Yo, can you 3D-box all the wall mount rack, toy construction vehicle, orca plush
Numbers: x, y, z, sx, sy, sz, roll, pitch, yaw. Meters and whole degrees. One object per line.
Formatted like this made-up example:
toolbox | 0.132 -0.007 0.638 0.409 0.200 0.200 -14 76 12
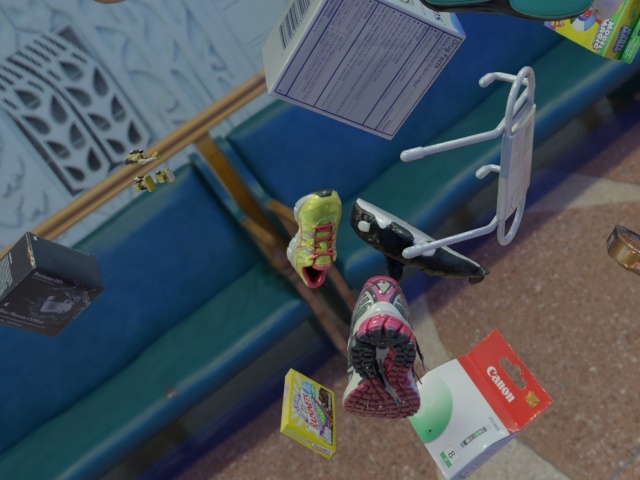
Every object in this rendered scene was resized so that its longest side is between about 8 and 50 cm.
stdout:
wall mount rack | 0.264 -0.120 1.345 0.130 0.350 0.304 19 46 28
toy construction vehicle | -0.335 -0.131 1.520 0.098 0.086 0.035 -3 36 29
orca plush | 0.170 0.031 1.496 0.102 0.287 0.151 -61 16 11

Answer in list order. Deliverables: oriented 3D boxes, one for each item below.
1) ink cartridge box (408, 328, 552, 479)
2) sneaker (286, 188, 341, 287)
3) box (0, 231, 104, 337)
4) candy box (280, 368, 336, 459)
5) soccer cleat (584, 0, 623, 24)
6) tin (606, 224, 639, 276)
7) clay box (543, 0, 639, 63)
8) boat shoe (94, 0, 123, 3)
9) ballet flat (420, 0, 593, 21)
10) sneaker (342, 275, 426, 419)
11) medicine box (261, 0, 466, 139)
ink cartridge box | 0.267 0.286 1.396 0.225 0.056 0.181 -47 49 17
sneaker | 0.000 0.000 1.326 0.081 0.208 0.094 -9 53 -17
box | -0.517 0.086 1.463 0.158 0.156 0.093 -41 51 18
candy box | -0.021 0.318 1.470 0.027 0.105 0.206 -58 10 16
soccer cleat | 0.391 -0.394 1.161 0.076 0.196 0.068 -51 47 14
tin | 0.472 0.025 1.153 0.040 0.106 0.189 -65 -13 17
clay box | 0.526 -0.429 1.492 0.053 0.127 0.222 4 29 -26
boat shoe | -0.106 -0.193 0.352 0.098 0.109 0.302 -32 48 -2
ballet flat | 0.211 -0.293 0.917 0.203 0.074 0.074 4 28 3
sneaker | 0.098 0.177 1.189 0.120 0.299 0.112 3 49 0
medicine box | 0.076 -0.370 1.499 0.263 0.289 0.149 -53 33 36
